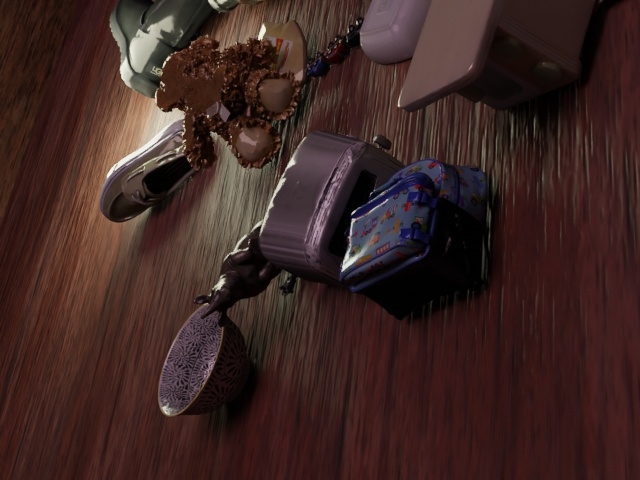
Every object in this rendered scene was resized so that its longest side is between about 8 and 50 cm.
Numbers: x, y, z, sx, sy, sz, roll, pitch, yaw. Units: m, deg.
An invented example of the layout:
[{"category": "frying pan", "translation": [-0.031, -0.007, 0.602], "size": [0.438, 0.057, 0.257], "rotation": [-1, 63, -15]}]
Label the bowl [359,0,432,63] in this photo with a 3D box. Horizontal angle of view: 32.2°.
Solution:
[{"category": "bowl", "translation": [0.112, -0.328, 1.590], "size": [0.142, 0.053, 0.142], "rotation": [6, 72, 63]}]

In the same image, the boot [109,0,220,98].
[{"category": "boot", "translation": [-0.295, -0.584, 2.456], "size": [0.445, 0.146, 0.367], "rotation": [-52, 37, 28]}]

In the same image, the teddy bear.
[{"category": "teddy bear", "translation": [-0.148, -0.236, 1.890], "size": [0.338, 0.113, 0.245], "rotation": [7, 89, 48]}]

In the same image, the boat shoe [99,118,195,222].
[{"category": "boat shoe", "translation": [-0.334, -0.119, 2.147], "size": [0.302, 0.109, 0.094], "rotation": [-41, 35, 33]}]

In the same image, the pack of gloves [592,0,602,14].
[{"category": "pack of gloves", "translation": [0.371, -0.377, 1.194], "size": [0.195, 0.046, 0.232], "rotation": [134, 152, -60]}]

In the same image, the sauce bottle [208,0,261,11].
[{"category": "sauce bottle", "translation": [-0.116, -0.515, 2.114], "size": [0.344, 0.111, 0.111], "rotation": [-9, 58, 57]}]

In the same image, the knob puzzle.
[{"category": "knob puzzle", "translation": [-0.069, -0.282, 1.897], "size": [0.213, 0.030, 0.213], "rotation": [-28, 54, 47]}]

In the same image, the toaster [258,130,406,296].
[{"category": "toaster", "translation": [0.018, -0.030, 1.396], "size": [0.146, 0.129, 0.227], "rotation": [11, 74, 61]}]

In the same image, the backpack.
[{"category": "backpack", "translation": [0.108, -0.020, 1.237], "size": [0.158, 0.117, 0.173], "rotation": [-27, 40, 49]}]

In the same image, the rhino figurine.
[{"category": "rhino figurine", "translation": [-0.096, 0.038, 1.521], "size": [0.106, 0.073, 0.243], "rotation": [-39, 8, 44]}]

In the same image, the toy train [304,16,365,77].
[{"category": "toy train", "translation": [0.027, -0.299, 1.748], "size": [0.158, 0.027, 0.036], "rotation": [-32, 50, 45]}]

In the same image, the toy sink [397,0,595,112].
[{"category": "toy sink", "translation": [0.206, -0.234, 1.230], "size": [0.153, 0.131, 0.234], "rotation": [-21, 47, 62]}]

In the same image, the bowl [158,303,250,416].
[{"category": "bowl", "translation": [-0.151, 0.180, 1.558], "size": [0.170, 0.080, 0.170], "rotation": [-43, 31, 35]}]
